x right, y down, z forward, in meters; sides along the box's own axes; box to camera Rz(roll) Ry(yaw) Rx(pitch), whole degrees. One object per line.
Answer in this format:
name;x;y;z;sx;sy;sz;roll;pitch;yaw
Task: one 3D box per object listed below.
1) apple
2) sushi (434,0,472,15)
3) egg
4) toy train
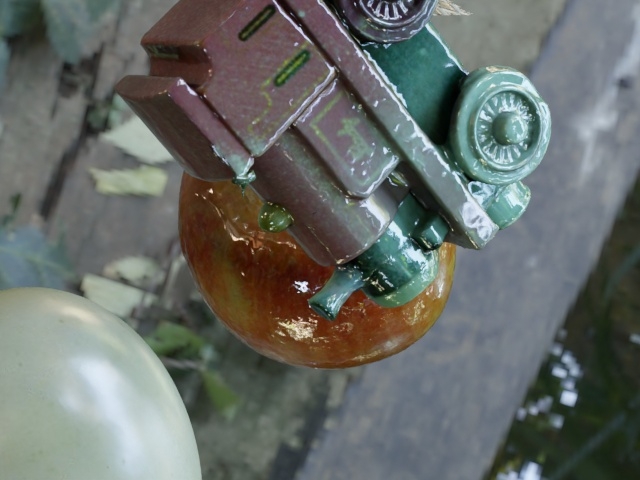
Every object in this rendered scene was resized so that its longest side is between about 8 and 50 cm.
apple;0.000;0.000;1.776;0.301;0.301;0.301;-30;127;-48
sushi;0.059;-0.219;1.551;0.126;0.120;0.026;-14;131;-56
egg;-0.183;0.151;1.213;0.188;0.188;0.253;-48;112;-36
toy train;0.019;-0.086;1.204;0.221;0.150;0.304;-48;115;-16
